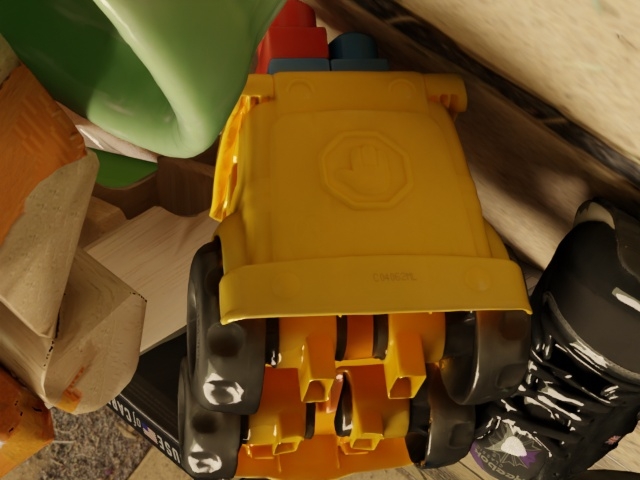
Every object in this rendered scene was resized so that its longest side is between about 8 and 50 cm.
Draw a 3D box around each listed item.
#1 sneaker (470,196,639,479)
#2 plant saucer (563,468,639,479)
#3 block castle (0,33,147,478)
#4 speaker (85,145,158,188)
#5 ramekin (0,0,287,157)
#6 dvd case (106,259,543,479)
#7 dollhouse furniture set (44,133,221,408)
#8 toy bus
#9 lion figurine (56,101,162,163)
[{"bbox_3d":[0.134,0.073,0.812,0.107,0.124,0.283,37,171,11],"label":"sneaker"},{"bbox_3d":[0.284,0.220,0.929,0.400,0.100,0.400,30,173,4],"label":"plant saucer"},{"bbox_3d":[-0.277,-0.016,0.480,0.213,0.303,0.453,35,170,32],"label":"block castle"},{"bbox_3d":[-0.119,0.004,1.157,0.297,0.131,0.131,12,180,-19],"label":"speaker"},{"bbox_3d":[-0.104,-0.175,0.448,0.303,0.148,0.303,38,171,7],"label":"ramekin"},{"bbox_3d":[-0.006,0.053,0.972,0.179,0.239,0.029,31,141,46],"label":"dvd case"},{"bbox_3d":[-0.169,-0.140,0.926,0.394,0.256,0.362,65,162,-18],"label":"dollhouse furniture set"},{"bbox_3d":[0.000,0.000,0.801,0.220,0.150,0.211,108,157,-61],"label":"toy bus"},{"bbox_3d":[-0.259,-0.095,1.392,0.392,0.142,0.240,19,-149,-9],"label":"lion figurine"}]
